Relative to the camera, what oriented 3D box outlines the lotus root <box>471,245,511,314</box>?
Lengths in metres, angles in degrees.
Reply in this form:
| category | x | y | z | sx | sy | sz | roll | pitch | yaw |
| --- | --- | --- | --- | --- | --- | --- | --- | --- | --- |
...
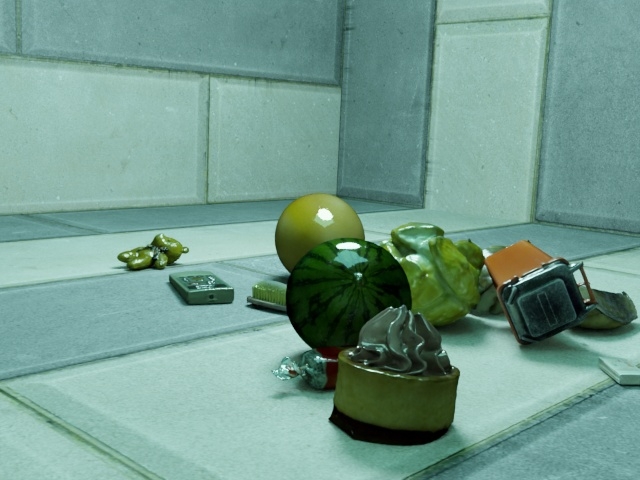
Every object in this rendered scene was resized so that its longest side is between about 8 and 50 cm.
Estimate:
| category | x | y | z | sx | sy | sz | roll | pitch | yaw |
| --- | --- | --- | --- | --- | --- | --- | --- | --- | --- |
| lotus root | 0.458 | 0.096 | 1.919 | 0.235 | 0.138 | 0.119 | -6 | 29 | -17 |

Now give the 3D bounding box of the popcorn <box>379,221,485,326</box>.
| category | x | y | z | sx | sy | sz | roll | pitch | yaw |
| --- | --- | --- | --- | --- | --- | --- | --- | --- | --- |
| popcorn | 0.247 | 0.078 | 1.778 | 0.276 | 0.225 | 0.276 | 34 | 27 | -20 |

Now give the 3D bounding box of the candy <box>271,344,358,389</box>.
| category | x | y | z | sx | sy | sz | roll | pitch | yaw |
| --- | --- | --- | --- | --- | --- | --- | --- | --- | --- |
| candy | 0.052 | 0.217 | 1.338 | 0.292 | 0.059 | 0.086 | -1 | 13 | -20 |

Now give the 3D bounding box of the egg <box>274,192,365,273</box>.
| category | x | y | z | sx | sy | sz | roll | pitch | yaw |
| --- | --- | --- | --- | --- | --- | --- | --- | --- | --- |
| egg | 0.000 | 0.000 | 2.135 | 0.250 | 0.250 | 0.322 | 1 | 18 | -9 |

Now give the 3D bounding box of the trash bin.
| category | x | y | z | sx | sy | sz | roll | pitch | yaw |
| --- | --- | --- | --- | --- | --- | --- | --- | --- | --- |
| trash bin | 0.464 | 0.094 | 1.676 | 0.184 | 0.161 | 0.238 | -25 | 19 | 6 |

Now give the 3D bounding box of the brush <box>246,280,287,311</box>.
| category | x | y | z | sx | sy | sz | roll | pitch | yaw |
| --- | --- | --- | --- | --- | --- | --- | --- | --- | --- |
| brush | -0.043 | 0.144 | 1.797 | 0.313 | 0.067 | 0.072 | 11 | 11 | 35 |

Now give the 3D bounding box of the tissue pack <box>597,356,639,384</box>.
| category | x | y | z | sx | sy | sz | roll | pitch | yaw |
| --- | --- | --- | --- | --- | --- | --- | --- | --- | --- |
| tissue pack | 0.561 | 0.242 | 1.438 | 0.056 | 0.023 | 0.108 | 2 | 9 | 0 |

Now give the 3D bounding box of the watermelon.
| category | x | y | z | sx | sy | sz | roll | pitch | yaw |
| --- | --- | --- | --- | --- | --- | --- | --- | --- | --- |
| watermelon | 0.053 | 0.110 | 1.469 | 0.242 | 0.242 | 0.242 | 2 | 9 | 0 |

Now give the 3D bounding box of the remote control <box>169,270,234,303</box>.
| category | x | y | z | sx | sy | sz | roll | pitch | yaw |
| --- | --- | --- | --- | --- | --- | --- | --- | --- | --- |
| remote control | -0.310 | 0.113 | 1.991 | 0.123 | 0.038 | 0.285 | -1 | 9 | -19 |

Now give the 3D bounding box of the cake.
| category | x | y | z | sx | sy | sz | roll | pitch | yaw |
| --- | --- | --- | --- | --- | --- | --- | --- | --- | --- |
| cake | 0.114 | 0.190 | 1.161 | 0.185 | 0.178 | 0.208 | 9 | 13 | 32 |

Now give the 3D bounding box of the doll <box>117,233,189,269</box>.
| category | x | y | z | sx | sy | sz | roll | pitch | yaw |
| --- | --- | --- | --- | --- | --- | --- | --- | --- | --- |
| doll | -0.500 | 0.033 | 2.302 | 0.137 | 0.097 | 0.209 | 15 | 19 | 32 |

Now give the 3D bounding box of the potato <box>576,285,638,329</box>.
| category | x | y | z | sx | sy | sz | roll | pitch | yaw |
| --- | --- | --- | --- | --- | --- | --- | --- | --- | --- |
| potato | 0.632 | 0.174 | 1.795 | 0.261 | 0.100 | 0.120 | 14 | 39 | -37 |
